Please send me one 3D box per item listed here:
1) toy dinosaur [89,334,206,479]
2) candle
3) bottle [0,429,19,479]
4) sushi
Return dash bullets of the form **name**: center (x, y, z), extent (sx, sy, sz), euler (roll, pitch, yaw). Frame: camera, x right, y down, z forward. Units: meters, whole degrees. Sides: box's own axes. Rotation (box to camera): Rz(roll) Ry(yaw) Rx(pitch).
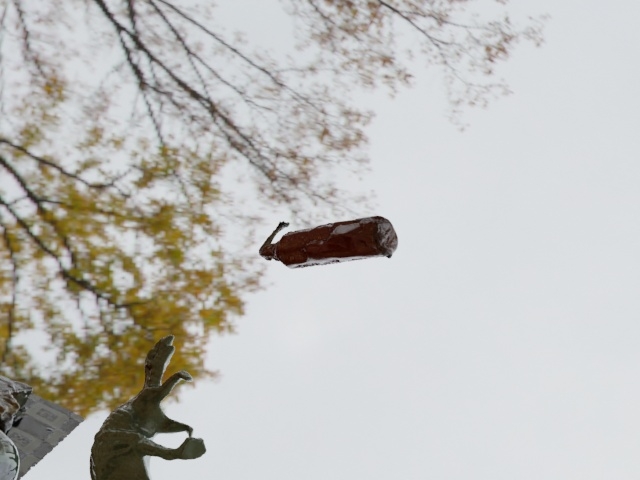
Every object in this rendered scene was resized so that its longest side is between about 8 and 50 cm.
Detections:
- **toy dinosaur**: center (-0.242, 0.301, 1.509), extent (0.205, 0.092, 0.393), euler (11, -118, 40)
- **candle**: center (0.000, 0.000, 1.099), extent (0.162, 0.053, 0.048), euler (-7, -93, 39)
- **bottle**: center (-0.506, 0.189, 1.299), extent (0.347, 0.168, 0.168), euler (37, -77, 18)
- **sushi**: center (-0.570, 0.229, 1.831), extent (0.359, 0.343, 0.064), euler (24, -79, 3)
